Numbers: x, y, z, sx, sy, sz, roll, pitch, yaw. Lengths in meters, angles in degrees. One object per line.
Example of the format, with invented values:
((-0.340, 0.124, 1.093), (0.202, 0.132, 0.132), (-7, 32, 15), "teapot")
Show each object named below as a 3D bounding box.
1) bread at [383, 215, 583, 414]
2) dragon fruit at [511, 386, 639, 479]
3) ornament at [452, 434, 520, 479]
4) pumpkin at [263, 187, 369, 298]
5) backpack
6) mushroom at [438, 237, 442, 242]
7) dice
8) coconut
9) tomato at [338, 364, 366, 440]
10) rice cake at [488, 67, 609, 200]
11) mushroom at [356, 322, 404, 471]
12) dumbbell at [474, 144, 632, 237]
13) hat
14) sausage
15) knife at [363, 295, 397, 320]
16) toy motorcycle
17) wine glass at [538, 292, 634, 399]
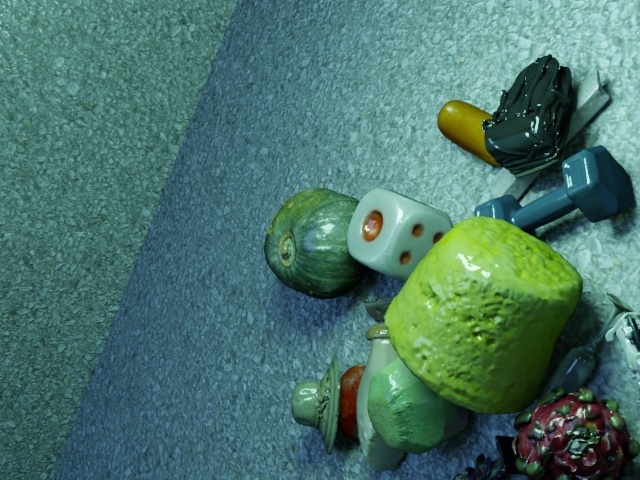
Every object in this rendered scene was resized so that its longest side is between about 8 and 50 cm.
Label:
((0.323, 0.140, 1.687), (0.307, 0.348, 0.348), (-64, 33, 30), "bread")
((0.440, 0.379, 1.575), (0.273, 0.198, 0.218), (-41, 53, 38), "dragon fruit")
((0.333, 0.477, 1.775), (0.203, 0.081, 0.088), (-40, 45, 38), "ornament")
((0.000, 0.000, 2.310), (0.328, 0.258, 0.291), (36, 117, 49), "pumpkin")
((0.451, -0.278, 1.846), (0.206, 0.133, 0.258), (-16, 45, 56), "backpack")
((0.312, 0.048, 2.007), (0.109, 0.085, 0.126), (-159, 71, -77), "mushroom")
((0.192, -0.011, 2.106), (0.194, 0.192, 0.193), (29, 100, 57), "dice")
((0.220, 0.350, 1.892), (0.204, 0.236, 0.235), (109, 156, -49), "coconut")
((0.080, 0.398, 2.164), (0.166, 0.082, 0.174), (-49, 42, 30), "tomato")
((0.498, -0.215, 1.893), (0.365, 0.056, 0.072), (-51, 29, 27), "rice cake")
((0.150, 0.366, 2.046), (0.128, 0.128, 0.350), (-18, 58, 50), "mushroom")
((0.474, -0.069, 1.786), (0.316, 0.156, 0.143), (-31, 20, 44), "dumbbell")
((-0.020, 0.409, 2.180), (0.252, 0.110, 0.251), (-175, 90, -85), "hat")
((0.372, -0.259, 2.053), (0.105, 0.105, 0.274), (-63, 36, 13), "sausage")
((0.224, 0.147, 2.096), (0.365, 0.043, 0.089), (-18, 94, 56), "knife")
((0.568, 0.215, 1.496), (0.102, 0.150, 0.221), (-22, 98, 16), "toy motorcycle")
((0.507, 0.223, 1.667), (0.262, 0.074, 0.074), (-60, 36, 17), "wine glass")
